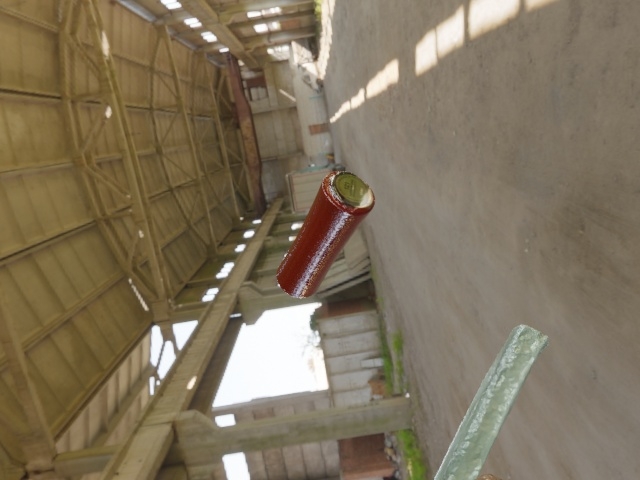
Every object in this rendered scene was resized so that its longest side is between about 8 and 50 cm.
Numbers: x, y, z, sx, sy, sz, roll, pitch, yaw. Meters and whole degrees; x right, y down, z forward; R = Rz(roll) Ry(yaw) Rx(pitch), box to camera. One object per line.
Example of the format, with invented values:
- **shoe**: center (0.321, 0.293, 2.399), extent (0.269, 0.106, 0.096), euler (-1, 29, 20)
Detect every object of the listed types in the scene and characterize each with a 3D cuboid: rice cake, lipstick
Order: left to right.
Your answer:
- **lipstick**: center (0.000, 0.000, 0.707), extent (0.241, 0.080, 0.080), euler (122, 148, -48)
- **rice cake**: center (0.276, 0.296, 0.777), extent (0.336, 0.063, 0.066), euler (-59, -19, -5)

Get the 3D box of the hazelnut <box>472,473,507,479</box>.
- **hazelnut**: center (0.145, 0.292, 0.377), extent (0.182, 0.182, 0.182), euler (-9, -90, -89)
